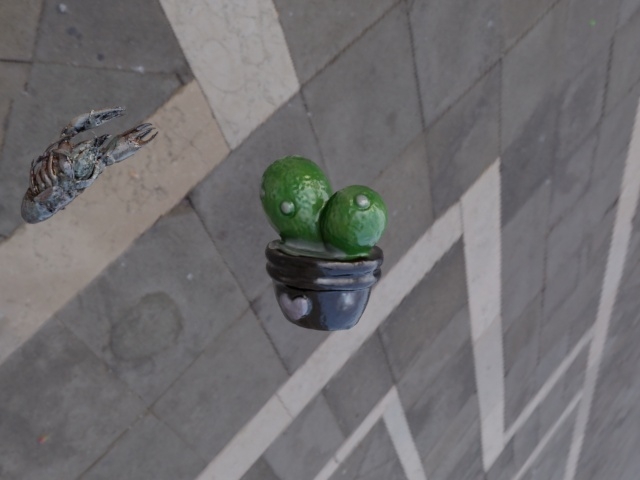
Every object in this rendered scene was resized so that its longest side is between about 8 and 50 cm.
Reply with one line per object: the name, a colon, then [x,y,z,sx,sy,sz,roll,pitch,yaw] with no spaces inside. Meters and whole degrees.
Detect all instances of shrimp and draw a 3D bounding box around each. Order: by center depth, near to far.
shrimp: [-0.139,-0.048,0.437,0.092,0.029,0.038,-41,132,-13]

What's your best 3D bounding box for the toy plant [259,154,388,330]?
toy plant: [0.000,0.000,1.101,0.175,0.218,0.235,-11,109,-49]
